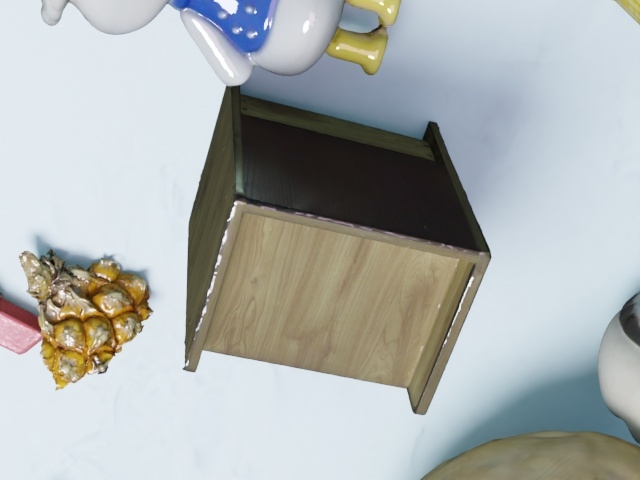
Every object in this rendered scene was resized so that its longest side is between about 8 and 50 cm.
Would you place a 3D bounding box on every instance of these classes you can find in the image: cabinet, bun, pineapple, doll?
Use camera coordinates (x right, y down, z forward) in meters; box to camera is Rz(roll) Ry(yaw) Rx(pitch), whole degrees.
[{"bbox_3d":[0.000,0.000,0.880,0.175,0.215,0.148,12,118,-12],"label":"cabinet"},{"bbox_3d":[0.309,0.126,0.996,0.173,0.173,0.120,10,114,-10],"label":"bun"},{"bbox_3d":[-0.204,0.049,0.983,0.114,0.077,0.114,-42,106,-21],"label":"pineapple"},{"bbox_3d":[-0.087,-0.183,0.836,0.293,0.119,0.138,11,109,-17],"label":"doll"}]

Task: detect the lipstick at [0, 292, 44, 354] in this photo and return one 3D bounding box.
[{"bbox_3d":[-0.353,0.012,0.947,0.312,0.051,0.051,33,109,-21],"label":"lipstick"}]

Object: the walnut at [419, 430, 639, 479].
[{"bbox_3d":[0.201,0.330,0.996,0.381,0.381,0.381,-2,118,-4],"label":"walnut"}]

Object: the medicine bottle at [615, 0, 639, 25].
[{"bbox_3d":[0.232,-0.170,0.805,0.074,0.218,0.074,-2,117,-3],"label":"medicine bottle"}]
